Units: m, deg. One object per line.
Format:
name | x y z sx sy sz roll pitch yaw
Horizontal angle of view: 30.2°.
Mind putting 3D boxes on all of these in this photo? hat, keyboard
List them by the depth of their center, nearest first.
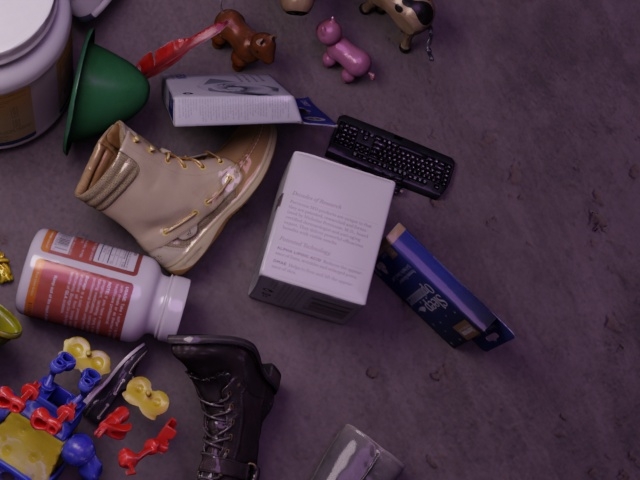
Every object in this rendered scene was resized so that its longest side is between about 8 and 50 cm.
hat | -0.245 -0.193 1.634 0.183 0.208 0.173 12 49 -10
keyboard | 0.105 -0.117 1.769 0.192 0.038 0.100 20 73 -5

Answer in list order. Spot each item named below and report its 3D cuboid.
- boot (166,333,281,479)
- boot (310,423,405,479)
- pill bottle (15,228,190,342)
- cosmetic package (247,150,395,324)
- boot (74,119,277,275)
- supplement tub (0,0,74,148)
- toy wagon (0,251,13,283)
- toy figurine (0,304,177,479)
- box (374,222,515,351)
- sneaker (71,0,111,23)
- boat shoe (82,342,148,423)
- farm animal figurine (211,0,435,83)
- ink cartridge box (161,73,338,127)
boot | -0.129 0.252 1.535 0.091 0.263 0.229 -1 66 28
boot | 0.046 0.384 1.618 0.189 0.076 0.208 43 65 0
pill bottle | -0.290 0.068 1.600 0.216 0.121 0.121 16 73 -7
cosmetic package | 0.000 0.000 1.658 0.151 0.151 0.184 17 72 -6
boot | -0.195 -0.110 1.633 0.203 0.095 0.262 41 80 -30
supplement tub | -0.440 -0.269 1.554 0.228 0.316 0.228 3 75 -11
toy wagon | -0.575 0.092 1.566 0.344 0.068 0.267 -29 83 -16
toy figurine | -0.391 0.236 1.508 0.362 0.191 0.217 33 113 -3
box | 0.165 0.079 1.677 0.225 0.136 0.036 43 71 2
sneaker | -0.312 -0.420 1.743 0.094 0.091 0.258 14 51 20
boat shoe | -0.273 0.193 1.610 0.038 0.046 0.125 42 75 2
farm animal figurine | -0.010 -0.397 1.747 0.330 0.172 0.327 -13 78 -14
ink cartridge box | -0.104 -0.199 1.660 0.223 0.223 0.045 -1 106 -12
